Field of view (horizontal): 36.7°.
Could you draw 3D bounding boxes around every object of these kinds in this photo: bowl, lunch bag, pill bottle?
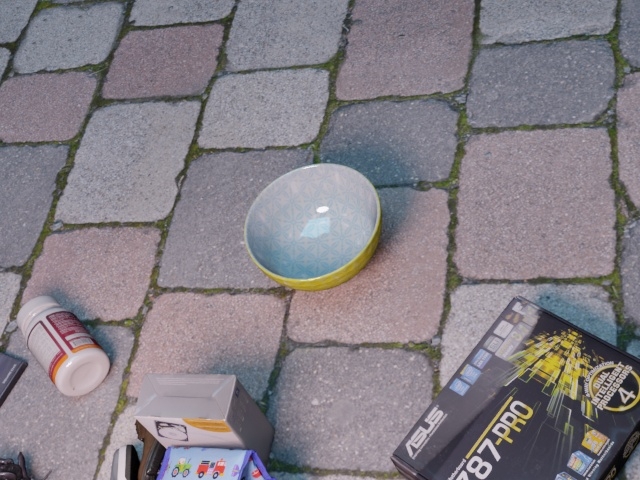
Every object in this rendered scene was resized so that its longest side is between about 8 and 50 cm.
[{"bbox_3d":[0.000,0.000,1.994,0.289,0.156,0.289,-9,54,12],"label":"bowl"},{"bbox_3d":[-0.218,0.510,1.647,0.221,0.138,0.293,-9,41,41],"label":"lunch bag"},{"bbox_3d":[-0.549,0.219,2.045,0.121,0.121,0.221,-40,53,-12],"label":"pill bottle"}]

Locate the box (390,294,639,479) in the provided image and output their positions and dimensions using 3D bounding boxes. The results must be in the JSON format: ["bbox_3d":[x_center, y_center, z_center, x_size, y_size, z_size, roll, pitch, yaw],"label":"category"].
[{"bbox_3d":[0.366,0.325,1.680,0.318,0.097,0.395,30,70,36],"label":"box"}]

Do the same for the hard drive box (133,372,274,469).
[{"bbox_3d":[-0.208,0.335,1.778,0.181,0.232,0.089,-1,56,19],"label":"hard drive box"}]

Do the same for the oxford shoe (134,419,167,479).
[{"bbox_3d":[-0.320,0.384,1.884,0.096,0.083,0.227,-8,44,22],"label":"oxford shoe"}]

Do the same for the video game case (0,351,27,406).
[{"bbox_3d":[-0.801,0.313,2.124,0.274,0.026,0.196,15,62,26],"label":"video game case"}]

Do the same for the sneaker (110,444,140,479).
[{"bbox_3d":[-0.426,0.528,1.791,0.178,0.124,0.295,-5,55,3],"label":"sneaker"}]

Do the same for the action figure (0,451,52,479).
[{"bbox_3d":[-0.666,0.497,1.883,0.275,0.141,0.164,2,43,-12],"label":"action figure"}]
